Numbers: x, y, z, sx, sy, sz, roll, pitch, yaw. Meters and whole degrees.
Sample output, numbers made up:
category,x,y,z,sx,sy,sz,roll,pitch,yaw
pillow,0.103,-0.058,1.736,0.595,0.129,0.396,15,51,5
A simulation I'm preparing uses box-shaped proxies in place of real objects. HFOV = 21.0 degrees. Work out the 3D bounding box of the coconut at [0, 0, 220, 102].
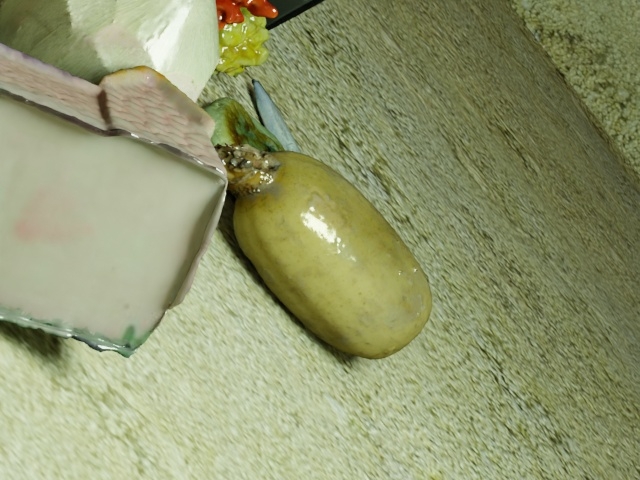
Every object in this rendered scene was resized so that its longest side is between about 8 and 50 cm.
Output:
category,x,y,z,sx,sy,sz,roll,pitch,yaw
coconut,-0.203,-0.203,1.742,0.224,0.234,0.224,53,19,-27

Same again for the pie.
category,x,y,z,sx,sy,sz,roll,pitch,yaw
pie,-0.082,-0.098,2.115,0.187,0.041,0.187,45,22,-25

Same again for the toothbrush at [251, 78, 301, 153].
category,x,y,z,sx,sy,sz,roll,pitch,yaw
toothbrush,0.001,-0.040,2.217,0.035,0.042,0.413,11,46,-61

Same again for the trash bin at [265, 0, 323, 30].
category,x,y,z,sx,sy,sz,roll,pitch,yaw
trash bin,-0.104,-0.464,2.380,0.334,0.214,0.214,62,21,-5

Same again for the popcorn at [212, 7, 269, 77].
category,x,y,z,sx,sy,sz,roll,pitch,yaw
popcorn,-0.128,-0.260,2.182,0.106,0.120,0.116,26,-36,46

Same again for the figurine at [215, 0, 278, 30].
category,x,y,z,sx,sy,sz,roll,pitch,yaw
figurine,-0.213,-0.355,2.004,0.306,0.241,0.412,36,33,23

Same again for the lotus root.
category,x,y,z,sx,sy,sz,roll,pitch,yaw
lotus root,0.000,0.000,1.994,0.343,0.151,0.169,49,22,-25

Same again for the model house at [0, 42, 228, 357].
category,x,y,z,sx,sy,sz,roll,pitch,yaw
model house,-0.234,-0.054,1.551,0.237,0.202,0.237,18,19,-19
